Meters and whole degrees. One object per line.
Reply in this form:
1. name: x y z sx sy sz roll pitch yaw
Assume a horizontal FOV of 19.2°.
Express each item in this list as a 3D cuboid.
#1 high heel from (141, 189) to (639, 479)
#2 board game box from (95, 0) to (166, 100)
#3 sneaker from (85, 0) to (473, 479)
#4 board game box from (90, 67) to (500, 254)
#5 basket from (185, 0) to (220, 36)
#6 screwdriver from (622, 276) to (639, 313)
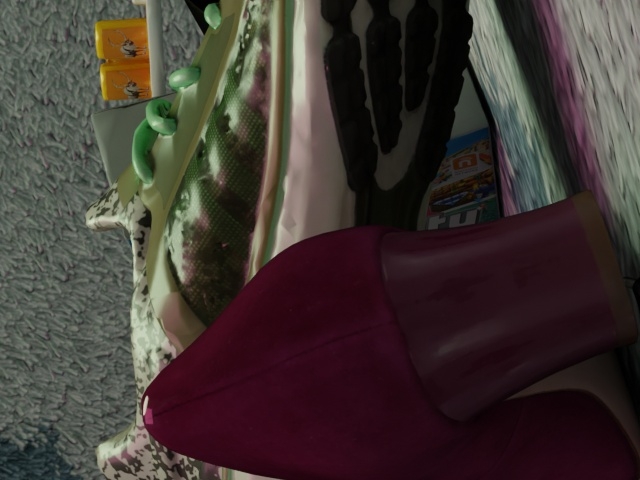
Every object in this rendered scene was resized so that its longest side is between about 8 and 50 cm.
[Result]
1. high heel: 0.043 0.062 0.840 0.377 0.181 0.127 60 -167 -70
2. board game box: -0.148 -0.357 1.324 0.390 0.050 0.390 92 172 -56
3. sneaker: -0.042 -0.042 0.908 0.158 0.182 0.410 8 -93 -62
4. board game box: 0.000 0.000 1.223 0.303 0.224 0.097 73 180 -60
5. basket: -0.020 -0.177 1.481 0.227 0.154 0.204 67 -172 -56
6. screwdriver: 0.122 0.019 0.718 0.170 0.025 0.024 162 90 -88
